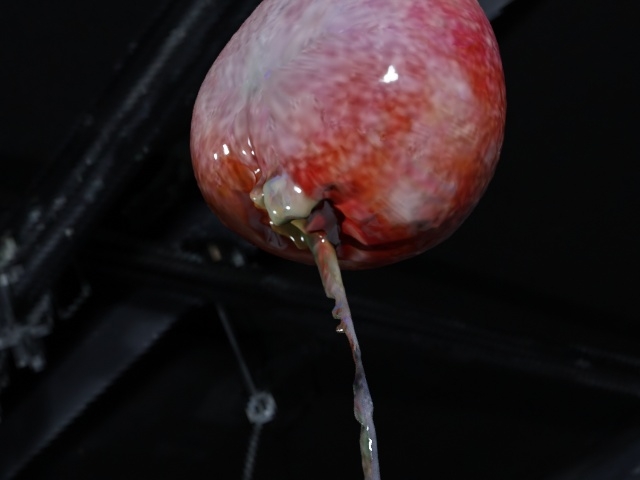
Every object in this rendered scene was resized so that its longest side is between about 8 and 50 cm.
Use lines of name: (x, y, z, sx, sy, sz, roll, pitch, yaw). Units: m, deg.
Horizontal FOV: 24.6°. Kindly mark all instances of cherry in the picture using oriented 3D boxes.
cherry: (0.000, 0.000, 0.463, 0.107, 0.225, 0.090, 0, -23, 33)
